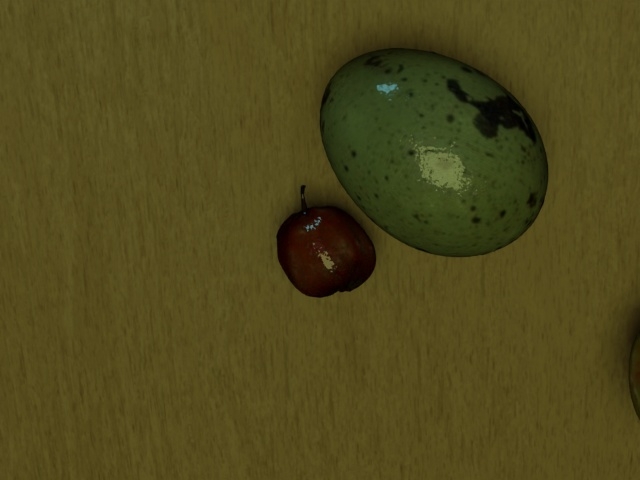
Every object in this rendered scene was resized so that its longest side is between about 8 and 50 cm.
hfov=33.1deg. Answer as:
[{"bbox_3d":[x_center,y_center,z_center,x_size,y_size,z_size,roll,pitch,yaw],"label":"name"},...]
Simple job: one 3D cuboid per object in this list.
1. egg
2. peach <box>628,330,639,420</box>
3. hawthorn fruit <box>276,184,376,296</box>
[{"bbox_3d":[0.171,-0.136,1.660,0.379,0.287,0.287,32,109,7],"label":"egg"},{"bbox_3d":[0.677,0.230,1.754,0.315,0.281,0.314,35,103,-17],"label":"peach"},{"bbox_3d":[0.000,0.000,1.795,0.157,0.157,0.194,-22,96,12],"label":"hawthorn fruit"}]
